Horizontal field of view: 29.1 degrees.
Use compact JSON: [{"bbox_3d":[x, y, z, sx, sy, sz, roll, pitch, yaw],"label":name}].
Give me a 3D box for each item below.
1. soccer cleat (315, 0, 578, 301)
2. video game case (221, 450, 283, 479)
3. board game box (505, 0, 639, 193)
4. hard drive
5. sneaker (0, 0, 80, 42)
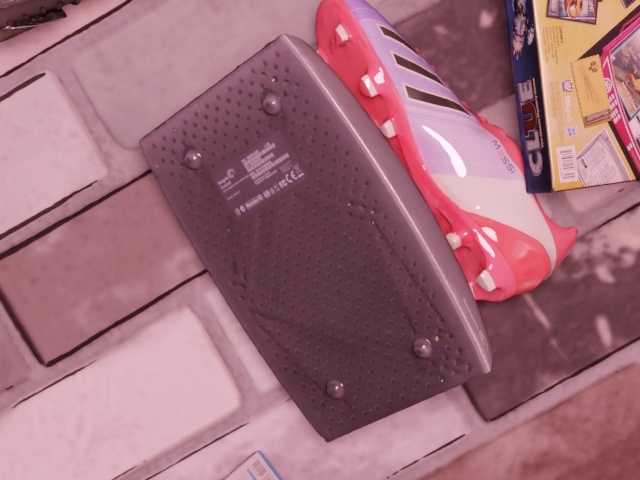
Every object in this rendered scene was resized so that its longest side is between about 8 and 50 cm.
[{"bbox_3d":[0.084,-0.072,0.865,0.095,0.083,0.248,-31,86,-24],"label":"soccer cleat"},{"bbox_3d":[-0.068,0.247,0.875,0.166,0.015,0.119,-38,92,-31],"label":"video game case"},{"bbox_3d":[0.207,-0.162,0.830,0.165,0.042,0.243,-8,94,-16],"label":"board game box"},{"bbox_3d":[0.000,0.000,0.845,0.172,0.054,0.255,-30,92,37],"label":"hard drive"},{"bbox_3d":[-0.190,-0.186,0.840,0.234,0.078,0.106,4,111,-28],"label":"sneaker"}]
